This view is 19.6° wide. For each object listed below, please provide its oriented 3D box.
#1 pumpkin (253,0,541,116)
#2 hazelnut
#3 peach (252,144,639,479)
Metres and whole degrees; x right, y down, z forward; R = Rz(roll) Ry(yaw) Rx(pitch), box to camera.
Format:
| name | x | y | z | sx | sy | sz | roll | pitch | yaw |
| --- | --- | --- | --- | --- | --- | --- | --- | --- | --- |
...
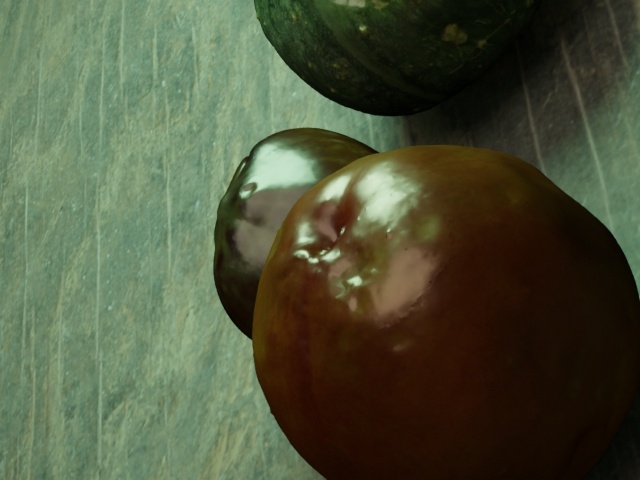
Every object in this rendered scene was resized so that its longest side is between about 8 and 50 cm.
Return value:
| name | x | y | z | sx | sy | sz | roll | pitch | yaw |
| --- | --- | --- | --- | --- | --- | --- | --- | --- | --- |
| pumpkin | 0.096 | -0.291 | 1.890 | 0.327 | 0.257 | 0.291 | -47 | 24 | 28 |
| hazelnut | 0.000 | 0.000 | 1.838 | 0.218 | 0.218 | 0.233 | -22 | 47 | 41 |
| peach | 0.096 | 0.074 | 1.577 | 0.343 | 0.302 | 0.342 | -29 | 46 | 35 |
